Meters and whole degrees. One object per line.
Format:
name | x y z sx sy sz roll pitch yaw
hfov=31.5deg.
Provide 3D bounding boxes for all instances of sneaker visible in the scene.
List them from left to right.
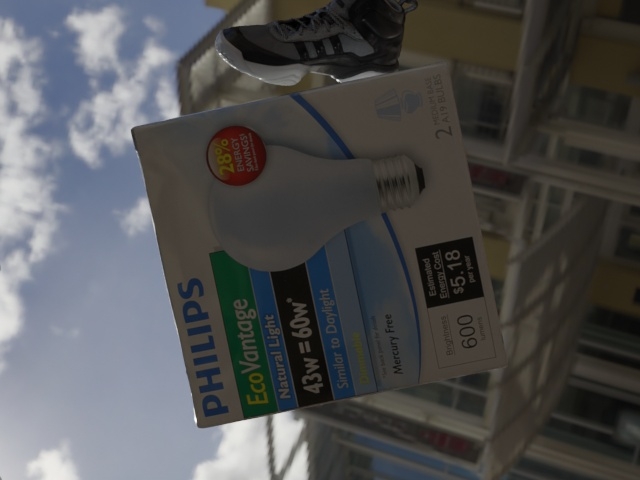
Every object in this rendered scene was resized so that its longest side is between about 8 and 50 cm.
sneaker | 0.000 -0.289 1.497 0.101 0.269 0.153 64 142 43

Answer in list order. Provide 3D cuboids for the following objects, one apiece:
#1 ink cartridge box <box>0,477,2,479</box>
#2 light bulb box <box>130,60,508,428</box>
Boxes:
ink cartridge box | -0.494 0.281 1.309 0.198 0.115 0.272 -36 -71 -42
light bulb box | 0.000 0.000 1.349 0.225 0.361 0.357 -75 -27 -86
